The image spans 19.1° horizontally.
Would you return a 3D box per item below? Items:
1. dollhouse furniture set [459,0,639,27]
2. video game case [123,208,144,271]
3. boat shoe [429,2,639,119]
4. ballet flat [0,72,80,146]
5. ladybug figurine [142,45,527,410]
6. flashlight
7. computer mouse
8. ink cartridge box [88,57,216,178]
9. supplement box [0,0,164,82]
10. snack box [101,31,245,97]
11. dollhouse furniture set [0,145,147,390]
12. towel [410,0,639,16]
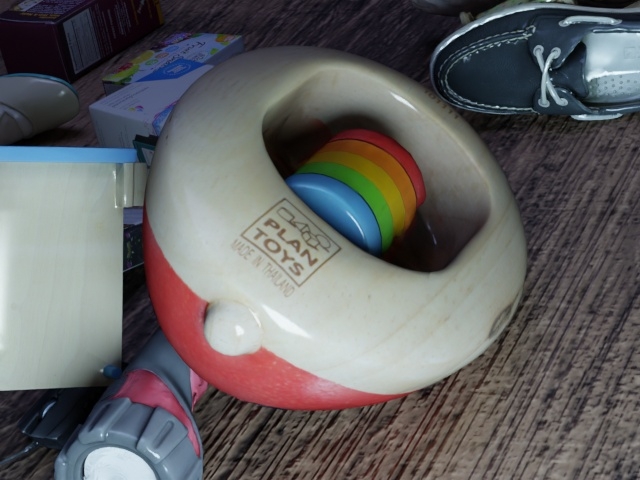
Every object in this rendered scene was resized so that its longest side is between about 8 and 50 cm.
[{"bbox_3d":[0.244,-0.248,1.968,0.182,0.101,0.161,-25,24,13],"label":"dollhouse furniture set"},{"bbox_3d":[-0.277,0.007,1.759,0.232,0.042,0.210,1,13,26],"label":"video game case"},{"bbox_3d":[0.256,-0.174,1.859,0.302,0.114,0.091,-10,21,7],"label":"boat shoe"},{"bbox_3d":[-0.379,-0.138,2.127,0.248,0.086,0.086,4,31,32],"label":"ballet flat"},{"bbox_3d":[0.000,0.000,1.487,0.305,0.162,0.449,42,29,6],"label":"ladybug figurine"},{"bbox_3d":[-0.101,0.113,1.479,0.103,0.103,0.304,11,27,15],"label":"flashlight"},{"bbox_3d":[-0.242,0.156,1.510,0.242,0.041,0.071,-32,33,-33],"label":"computer mouse"},{"bbox_3d":[-0.109,-0.111,1.935,0.231,0.078,0.134,16,38,44],"label":"ink cartridge box"},{"bbox_3d":[-0.293,-0.268,2.321,0.104,0.081,0.188,8,33,35],"label":"supplement box"},{"bbox_3d":[-0.165,-0.193,2.167,0.100,0.037,0.141,9,34,34],"label":"snack box"},{"bbox_3d":[-0.295,0.067,1.513,0.303,0.286,0.198,-2,4,-27],"label":"dollhouse furniture set"},{"bbox_3d":[0.238,-0.300,1.946,0.317,0.053,0.332,-2,-10,6],"label":"towel"}]
